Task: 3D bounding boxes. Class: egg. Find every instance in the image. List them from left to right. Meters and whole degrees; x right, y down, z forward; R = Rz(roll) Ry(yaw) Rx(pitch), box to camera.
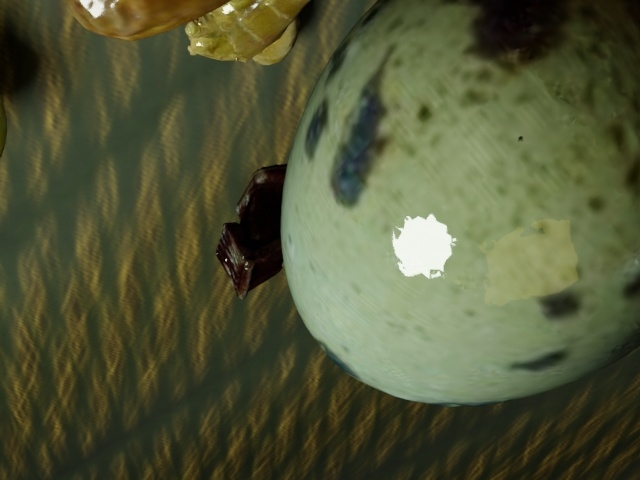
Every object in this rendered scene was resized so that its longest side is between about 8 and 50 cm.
[{"bbox_3d":[0.145,-0.043,0.980,0.345,0.345,0.428,19,121,-28],"label":"egg"}]

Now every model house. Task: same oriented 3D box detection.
[{"bbox_3d":[-0.004,0.006,1.240,0.203,0.164,0.141,-7,141,13],"label":"model house"}]

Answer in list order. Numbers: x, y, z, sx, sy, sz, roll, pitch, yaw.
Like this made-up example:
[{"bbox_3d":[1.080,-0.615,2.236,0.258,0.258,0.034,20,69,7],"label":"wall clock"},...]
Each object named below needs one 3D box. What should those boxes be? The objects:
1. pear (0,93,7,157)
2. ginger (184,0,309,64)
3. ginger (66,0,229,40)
[{"bbox_3d":[-0.382,-0.102,1.042,0.197,0.197,0.197,-1,147,0],"label":"pear"},{"bbox_3d":[-0.049,-0.207,0.981,0.115,0.081,0.205,6,148,-21],"label":"ginger"},{"bbox_3d":[-0.034,-0.254,0.752,0.165,0.321,0.172,40,146,20],"label":"ginger"}]
